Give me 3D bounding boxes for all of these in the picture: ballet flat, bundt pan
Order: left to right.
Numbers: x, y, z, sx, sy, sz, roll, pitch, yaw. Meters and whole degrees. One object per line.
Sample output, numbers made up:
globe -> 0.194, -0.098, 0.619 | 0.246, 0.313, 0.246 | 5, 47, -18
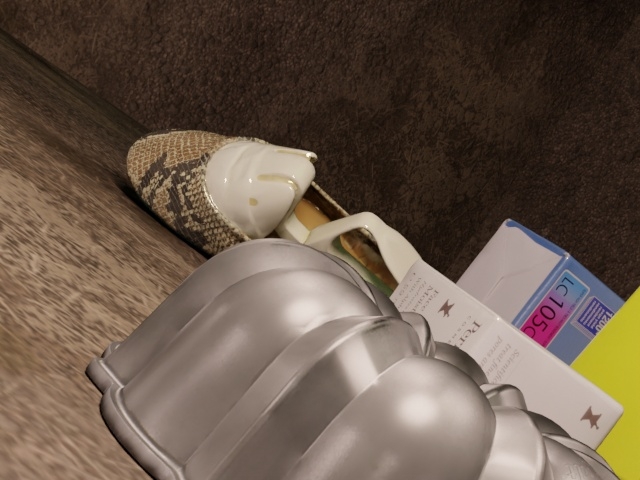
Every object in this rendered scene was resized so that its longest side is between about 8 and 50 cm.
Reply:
ballet flat -> 0.000, 0.000, 1.352 | 0.482, 0.164, 0.182 | 39, -34, -6
bundt pan -> 0.044, 0.112, 0.632 | 0.330, 0.124, 0.331 | 36, 1, -1

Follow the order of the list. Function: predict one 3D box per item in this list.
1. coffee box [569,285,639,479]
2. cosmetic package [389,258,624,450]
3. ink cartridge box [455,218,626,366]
coffee box -> 0.463, 0.201, 1.131 | 0.338, 0.338, 0.334 | 40, -2, 38
cosmetic package -> 0.123, 0.135, 0.989 | 0.151, 0.151, 0.183 | 36, 1, -21
ink cartridge box -> 0.333, 0.187, 1.612 | 0.395, 0.270, 0.151 | 35, 5, -36
